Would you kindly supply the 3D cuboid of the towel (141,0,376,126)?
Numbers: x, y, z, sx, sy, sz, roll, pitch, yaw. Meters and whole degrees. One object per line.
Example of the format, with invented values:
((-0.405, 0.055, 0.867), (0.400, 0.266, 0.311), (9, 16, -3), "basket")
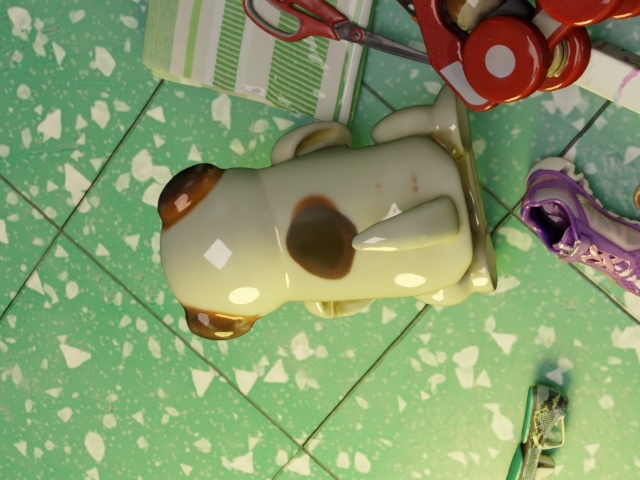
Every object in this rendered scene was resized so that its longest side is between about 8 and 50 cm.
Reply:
((-0.086, -0.310, 1.692), (0.325, 0.038, 0.248), (18, 110, 16), "towel")

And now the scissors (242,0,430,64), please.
((0.030, -0.269, 1.629), (0.297, 0.021, 0.109), (35, 111, 8), "scissors")

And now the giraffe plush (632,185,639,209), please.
((0.462, -0.053, 1.501), (0.170, 0.210, 0.181), (-50, 47, 40), "giraffe plush")

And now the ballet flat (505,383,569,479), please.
((0.302, 0.290, 1.708), (0.070, 0.070, 0.188), (17, 114, 15), "ballet flat")

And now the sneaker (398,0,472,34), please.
((0.144, -0.310, 1.556), (0.108, 0.121, 0.302), (-37, 90, 26), "sneaker")

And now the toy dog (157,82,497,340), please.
((0.000, 0.000, 1.565), (0.408, 0.395, 0.284), (-10, 111, 14), "toy dog")

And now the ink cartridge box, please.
((0.379, -0.198, 1.518), (0.122, 0.088, 0.052), (26, 114, 12), "ink cartridge box")

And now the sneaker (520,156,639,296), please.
((0.345, 0.001, 1.574), (0.236, 0.104, 0.095), (40, 129, 6), "sneaker")

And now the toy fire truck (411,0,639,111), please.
((0.227, -0.311, 1.416), (0.254, 0.169, 0.302), (52, 124, 12), "toy fire truck")
